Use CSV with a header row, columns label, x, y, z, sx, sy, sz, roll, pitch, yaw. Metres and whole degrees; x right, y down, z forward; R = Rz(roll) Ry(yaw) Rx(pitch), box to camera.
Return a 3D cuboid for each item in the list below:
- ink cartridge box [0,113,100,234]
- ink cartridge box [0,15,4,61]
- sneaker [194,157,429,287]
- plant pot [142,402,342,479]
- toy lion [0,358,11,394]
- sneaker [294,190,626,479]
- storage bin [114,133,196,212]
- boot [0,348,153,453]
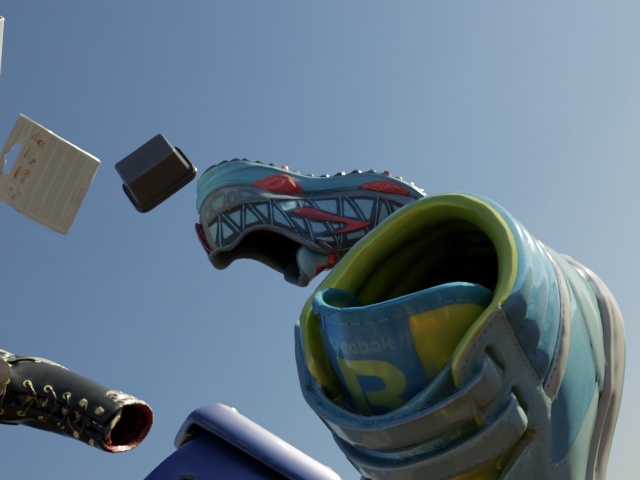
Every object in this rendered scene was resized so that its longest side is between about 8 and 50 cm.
label,x,y,z,sx,sy,sz,roll,pitch,yaw
ink cartridge box,-0.467,-0.107,1.728,0.179,0.045,0.145,33,-105,-44
ink cartridge box,-0.367,-0.108,0.902,0.093,0.154,0.212,-38,-36,-58
sneaker,0.000,0.000,1.075,0.261,0.125,0.104,4,-34,-7
plant pot,-0.108,0.328,1.189,0.212,0.236,0.236,-59,0,-25
toy lion,-0.319,0.099,0.852,0.100,0.096,0.034,-26,-17,-35
sneaker,0.051,0.127,0.471,0.127,0.319,0.208,-6,-26,31
storage bin,-0.311,-0.135,1.912,0.135,0.098,0.091,-36,-27,-6
boot,-0.323,0.187,1.208,0.236,0.178,0.085,17,-92,-62
